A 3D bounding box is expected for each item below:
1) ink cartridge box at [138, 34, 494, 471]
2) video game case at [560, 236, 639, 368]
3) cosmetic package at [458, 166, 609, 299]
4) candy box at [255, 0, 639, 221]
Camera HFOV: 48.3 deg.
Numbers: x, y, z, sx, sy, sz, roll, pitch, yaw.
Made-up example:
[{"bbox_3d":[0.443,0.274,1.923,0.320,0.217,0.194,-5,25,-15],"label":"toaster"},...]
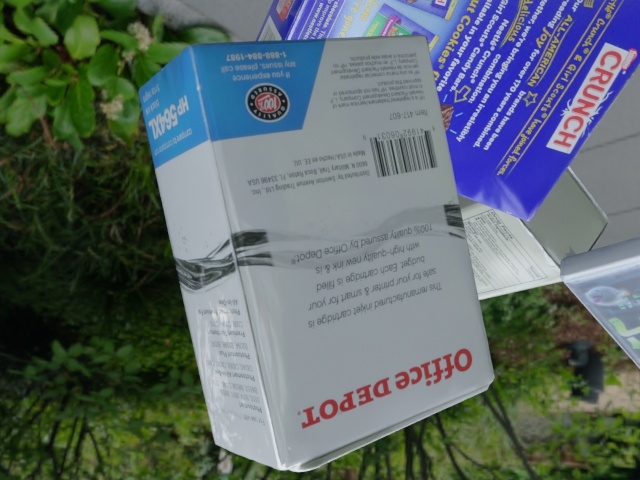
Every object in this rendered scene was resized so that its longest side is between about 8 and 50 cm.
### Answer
[{"bbox_3d":[0.000,0.000,0.393,0.148,0.203,0.085,-12,-178,-34],"label":"ink cartridge box"},{"bbox_3d":[0.289,0.043,0.478,0.190,0.022,0.173,-21,128,40],"label":"video game case"},{"bbox_3d":[0.239,-0.010,1.039,0.153,0.129,0.296,50,151,-10],"label":"cosmetic package"},{"bbox_3d":[0.126,-0.193,0.663,0.317,0.122,0.268,19,115,-22],"label":"candy box"}]
